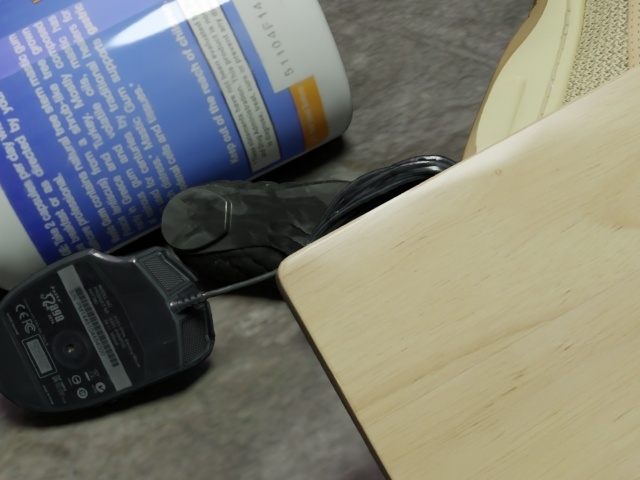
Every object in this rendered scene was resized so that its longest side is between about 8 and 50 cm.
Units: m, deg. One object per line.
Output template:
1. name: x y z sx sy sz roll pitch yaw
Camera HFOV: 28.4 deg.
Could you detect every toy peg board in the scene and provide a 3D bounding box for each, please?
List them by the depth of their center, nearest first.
1. toy peg board: 0.092 0.044 0.402 0.161 0.160 0.079 -29 -6 -9

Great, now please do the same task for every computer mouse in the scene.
1. computer mouse: -0.044 0.018 0.559 0.242 0.071 0.041 -19 10 16

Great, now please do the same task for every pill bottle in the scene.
1. pill bottle: -0.133 -0.066 0.671 0.272 0.152 0.152 -27 32 -8

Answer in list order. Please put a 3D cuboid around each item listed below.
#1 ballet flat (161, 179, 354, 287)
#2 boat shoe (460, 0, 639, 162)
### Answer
1. ballet flat: 0.000 0.000 0.590 0.173 0.049 0.057 11 87 35
2. boat shoe: 0.156 -0.095 0.574 0.110 0.121 0.341 6 52 23
